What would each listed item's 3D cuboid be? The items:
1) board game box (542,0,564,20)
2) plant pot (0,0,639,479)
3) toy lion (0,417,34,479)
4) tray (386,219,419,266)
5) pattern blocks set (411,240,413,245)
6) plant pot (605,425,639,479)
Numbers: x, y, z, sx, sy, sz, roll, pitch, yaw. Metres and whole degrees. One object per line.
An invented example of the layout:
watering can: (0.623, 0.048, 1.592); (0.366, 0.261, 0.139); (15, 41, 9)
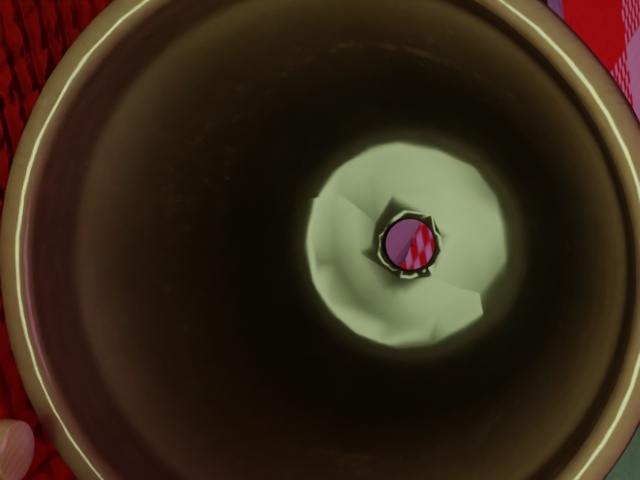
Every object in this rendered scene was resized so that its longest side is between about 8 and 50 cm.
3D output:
board game box: (0.122, -0.183, 1.183); (0.319, 0.066, 0.317); (-1, 83, -68)
plant pot: (0.020, 0.006, 0.693); (0.229, 0.263, 0.263); (-12, 98, -79)
toy lion: (-0.137, 0.111, 0.552); (0.100, 0.034, 0.096); (7, 88, -68)
tray: (0.005, -0.092, 0.877); (0.145, 0.030, 0.270); (-50, 126, -64)
pattern blocks set: (0.000, 0.000, 0.920); (0.325, 0.026, 0.285); (11, 76, -68)
plant pot: (0.146, 0.145, 0.978); (0.293, 0.196, 0.293); (-51, 152, -41)
